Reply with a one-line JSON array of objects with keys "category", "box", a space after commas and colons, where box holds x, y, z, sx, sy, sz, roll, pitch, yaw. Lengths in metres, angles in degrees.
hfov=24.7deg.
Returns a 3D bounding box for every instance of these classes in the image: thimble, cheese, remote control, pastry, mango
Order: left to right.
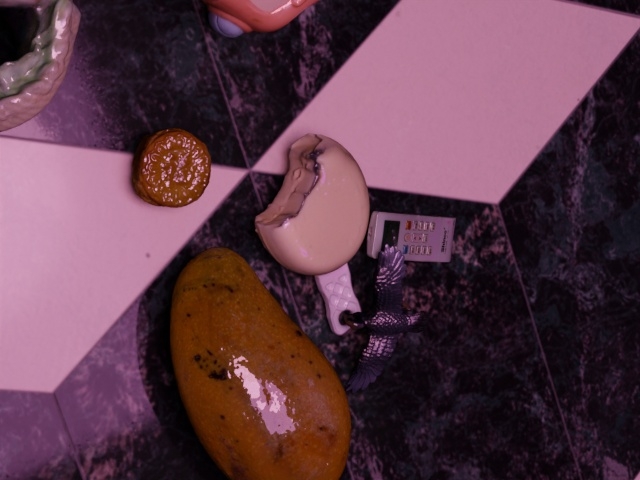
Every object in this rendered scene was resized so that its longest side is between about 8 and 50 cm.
[{"category": "thimble", "box": [-0.381, -0.223, 1.633, 0.219, 0.150, 0.219, -1, 92, -25]}, {"category": "pastry", "box": [-0.181, -0.089, 1.783, 0.109, 0.057, 0.097, -30, 105, -21]}, {"category": "mango", "box": [-0.079, 0.172, 1.785, 0.329, 0.176, 0.176, 62, 24, -14]}, {"category": "cheese", "box": [0.016, -0.008, 1.870, 0.163, 0.071, 0.249, -49, 124, -17]}, {"category": "remote control", "box": [0.119, -0.003, 1.917, 0.166, 0.029, 0.065, 3, 96, -45]}]

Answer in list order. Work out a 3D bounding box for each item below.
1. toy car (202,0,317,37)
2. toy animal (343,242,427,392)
[{"category": "toy car", "box": [-0.095, -0.361, 1.756, 0.270, 0.180, 0.212, 36, 91, -25]}, {"category": "toy animal", "box": [0.082, 0.102, 1.896, 0.108, 0.062, 0.220, -6, 119, -43]}]
